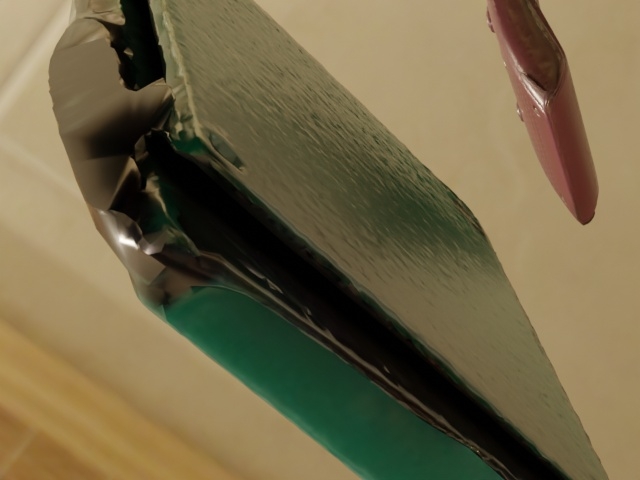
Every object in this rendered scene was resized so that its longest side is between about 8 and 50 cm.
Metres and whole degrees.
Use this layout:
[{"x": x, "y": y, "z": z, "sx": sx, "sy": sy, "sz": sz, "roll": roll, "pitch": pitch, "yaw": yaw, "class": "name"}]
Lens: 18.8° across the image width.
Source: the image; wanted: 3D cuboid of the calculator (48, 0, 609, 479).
[{"x": 0.000, "y": 0.000, "z": 0.720, "sx": 0.248, "sy": 0.058, "sz": 0.274, "roll": 42, "pitch": -165, "yaw": -30, "class": "calculator"}]

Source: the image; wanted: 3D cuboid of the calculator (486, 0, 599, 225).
[{"x": 0.108, "y": -0.112, "z": 1.022, "sx": 0.127, "sy": 0.034, "sz": 0.191, "roll": 60, "pitch": -164, "yaw": -55, "class": "calculator"}]
